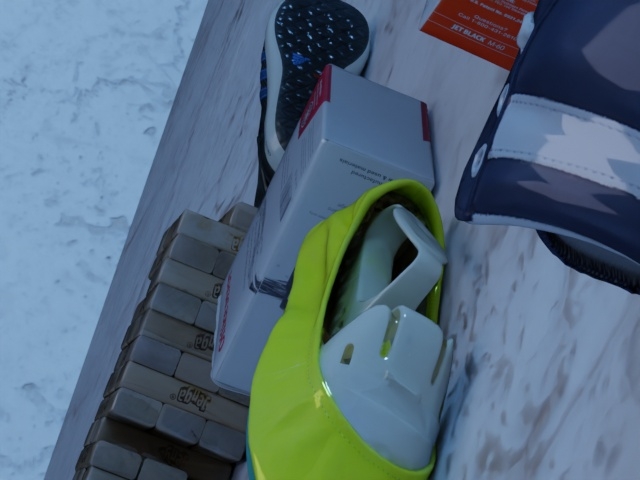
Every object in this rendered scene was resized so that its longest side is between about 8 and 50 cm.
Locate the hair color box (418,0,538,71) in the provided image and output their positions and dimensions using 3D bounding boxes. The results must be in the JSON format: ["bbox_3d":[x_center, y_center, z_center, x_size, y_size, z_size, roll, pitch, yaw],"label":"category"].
[{"bbox_3d":[0.102,-0.153,0.746,0.167,0.053,0.093,126,164,-61],"label":"hair color box"}]

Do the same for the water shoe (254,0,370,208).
[{"bbox_3d":[-0.016,-0.092,1.208,0.203,0.073,0.080,-79,12,-50],"label":"water shoe"}]

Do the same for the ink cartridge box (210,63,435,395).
[{"bbox_3d":[0.000,0.000,0.942,0.109,0.063,0.150,-89,22,-64],"label":"ink cartridge box"}]

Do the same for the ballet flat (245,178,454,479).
[{"bbox_3d":[0.020,0.044,0.731,0.077,0.077,0.231,-45,17,26],"label":"ballet flat"}]

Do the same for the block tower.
[{"bbox_3d":[-0.102,0.142,1.122,0.097,0.091,0.335,142,149,-73],"label":"block tower"}]

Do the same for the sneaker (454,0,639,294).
[{"bbox_3d":[0.084,-0.085,0.462,0.153,0.099,0.282,-65,24,22],"label":"sneaker"}]
